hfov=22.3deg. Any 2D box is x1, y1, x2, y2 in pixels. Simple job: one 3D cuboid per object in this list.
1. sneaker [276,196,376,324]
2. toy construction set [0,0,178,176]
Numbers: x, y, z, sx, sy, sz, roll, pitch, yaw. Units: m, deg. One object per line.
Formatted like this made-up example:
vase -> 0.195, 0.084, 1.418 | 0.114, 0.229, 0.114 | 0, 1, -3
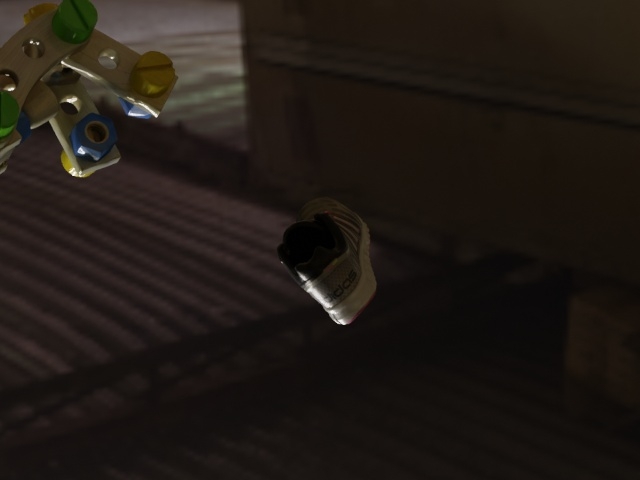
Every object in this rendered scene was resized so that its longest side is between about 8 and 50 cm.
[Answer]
sneaker -> 0.000, 0.000, 1.380 | 0.063, 0.075, 0.170 | -38, -152, 13
toy construction set -> -0.281, -0.164, 1.169 | 0.327, 0.151, 0.215 | 44, -123, 16
